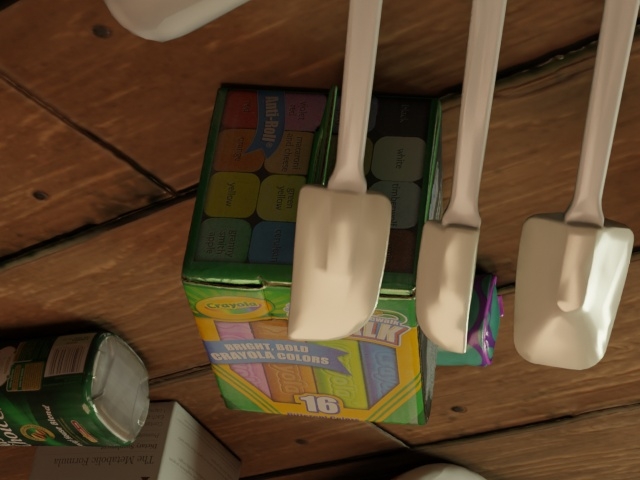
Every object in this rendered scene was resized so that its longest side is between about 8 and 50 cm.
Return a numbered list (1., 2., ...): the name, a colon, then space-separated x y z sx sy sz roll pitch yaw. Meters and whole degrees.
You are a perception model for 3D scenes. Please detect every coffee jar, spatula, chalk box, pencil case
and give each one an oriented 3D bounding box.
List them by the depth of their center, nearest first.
1. spatula: 0.077 -0.053 0.685 0.168 0.019 0.242 7 110 3
2. chalk box: 0.000 0.000 0.810 0.132 0.132 0.213 4 148 9
3. pencil case: 0.043 0.051 0.946 0.151 0.065 0.070 1 -174 13
4. coffee jar: -0.236 0.121 1.123 0.184 0.079 0.096 -4 146 23

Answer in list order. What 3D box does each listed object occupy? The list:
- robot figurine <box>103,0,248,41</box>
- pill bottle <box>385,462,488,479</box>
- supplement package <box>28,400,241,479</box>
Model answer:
1. robot figurine: -0.091 -0.202 0.434 0.353 0.200 0.300 -17 115 36
2. pill bottle: 0.049 0.310 1.278 0.162 0.162 0.278 24 146 -23
3. supplement package: -0.173 0.277 1.203 0.139 0.244 0.134 -6 146 24
